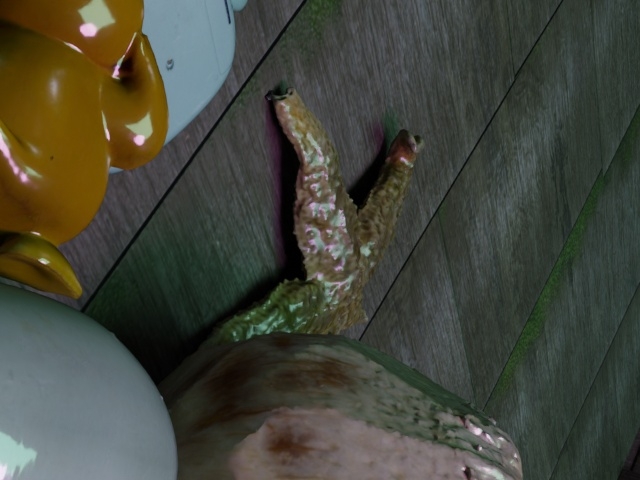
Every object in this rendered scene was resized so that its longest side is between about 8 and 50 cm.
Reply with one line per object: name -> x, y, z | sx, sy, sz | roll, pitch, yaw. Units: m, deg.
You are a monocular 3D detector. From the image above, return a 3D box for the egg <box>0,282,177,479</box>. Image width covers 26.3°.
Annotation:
egg -> -0.240, 0.140, 0.950 | 0.371, 0.230, 0.230 | 41, 66, -57

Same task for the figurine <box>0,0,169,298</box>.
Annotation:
figurine -> -0.208, -0.096, 0.949 | 0.215, 0.215, 0.228 | 76, 20, -44

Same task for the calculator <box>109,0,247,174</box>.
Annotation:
calculator -> -0.141, -0.174, 1.195 | 0.295, 0.042, 0.184 | -51, 145, -39

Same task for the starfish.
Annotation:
starfish -> 0.000, 0.000, 1.527 | 0.432, 0.082, 0.324 | -2, 108, -60

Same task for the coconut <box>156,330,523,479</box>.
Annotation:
coconut -> -0.030, 0.250, 1.202 | 0.415, 0.415, 0.345 | 23, 68, -63
